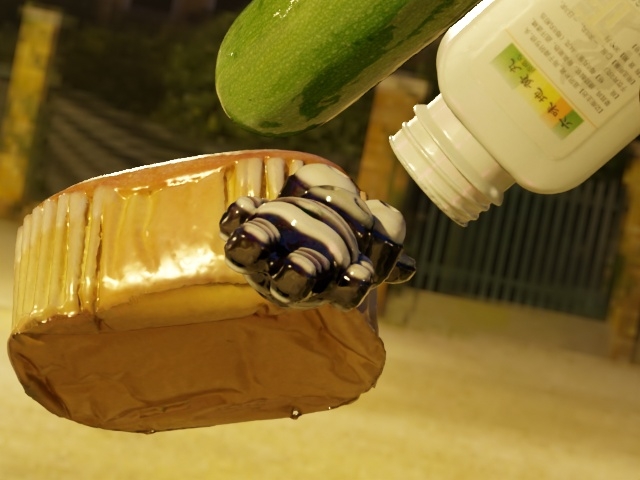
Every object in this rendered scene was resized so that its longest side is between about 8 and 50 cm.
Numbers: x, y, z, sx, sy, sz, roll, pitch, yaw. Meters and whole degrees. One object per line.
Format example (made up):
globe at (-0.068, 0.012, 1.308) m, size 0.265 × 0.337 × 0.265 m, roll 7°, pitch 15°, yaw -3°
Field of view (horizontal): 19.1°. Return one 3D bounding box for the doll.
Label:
doll at (0.000, 0.000, 1.087) m, size 0.091 × 0.067 × 0.219 m, roll 30°, pitch 11°, yaw 10°

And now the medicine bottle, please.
medicine bottle at (0.214, -0.156, 1.702) m, size 0.179 × 0.324 × 0.124 m, roll 46°, pitch 11°, yaw -11°

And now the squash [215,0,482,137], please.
squash at (0.060, -0.170, 1.095) m, size 0.101 × 0.101 × 0.378 m, roll 9°, pitch -35°, yaw -42°

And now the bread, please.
bread at (-0.091, 0.032, 1.456) m, size 0.288 × 0.156 × 0.204 m, roll -12°, pitch -37°, yaw 17°
